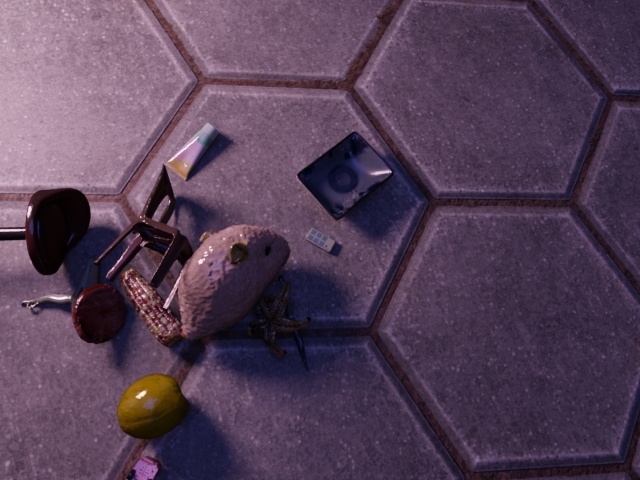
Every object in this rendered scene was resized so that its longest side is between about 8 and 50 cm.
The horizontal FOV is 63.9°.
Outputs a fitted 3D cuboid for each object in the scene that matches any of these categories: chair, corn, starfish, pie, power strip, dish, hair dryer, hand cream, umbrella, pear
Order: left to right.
[{"bbox_3d":[-0.801,-0.019,1.273,0.401,0.226,0.226,-3,75,-9],"label":"chair"},{"bbox_3d":[-0.666,0.119,1.353,0.199,0.067,0.167,10,63,11],"label":"hair dryer"},{"bbox_3d":[-0.561,0.185,1.304,0.036,0.154,0.154,-2,70,34],"label":"pie"},{"bbox_3d":[-0.442,0.173,1.347,0.079,0.079,0.237,-35,78,-15],"label":"corn"},{"bbox_3d":[-0.407,0.402,1.247,0.162,0.149,0.148,-20,78,-12],"label":"pear"},{"bbox_3d":[-0.402,-0.018,1.323,0.183,0.175,0.326,22,63,7],"label":"chair"},{"bbox_3d":[-0.368,-0.264,1.499,0.076,0.047,0.174,38,82,3],"label":"hand cream"},{"bbox_3d":[-0.106,0.204,1.355,0.146,0.074,0.189,24,91,14],"label":"starfish"},{"bbox_3d":[-0.076,0.225,1.405,0.044,0.044,0.268,-12,84,-37],"label":"umbrella"},{"bbox_3d":[0.000,0.000,1.482,0.090,0.016,0.040,30,72,2],"label":"power strip"},{"bbox_3d":[0.069,-0.181,1.510,0.243,0.080,0.182,-39,83,-18],"label":"dish"}]

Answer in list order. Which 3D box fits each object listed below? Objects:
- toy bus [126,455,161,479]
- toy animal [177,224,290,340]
[{"bbox_3d":[-0.450,0.613,1.209,0.063,0.090,0.203,29,72,2],"label":"toy bus"},{"bbox_3d":[-0.247,0.095,1.314,0.188,0.226,0.358,26,75,40],"label":"toy animal"}]
